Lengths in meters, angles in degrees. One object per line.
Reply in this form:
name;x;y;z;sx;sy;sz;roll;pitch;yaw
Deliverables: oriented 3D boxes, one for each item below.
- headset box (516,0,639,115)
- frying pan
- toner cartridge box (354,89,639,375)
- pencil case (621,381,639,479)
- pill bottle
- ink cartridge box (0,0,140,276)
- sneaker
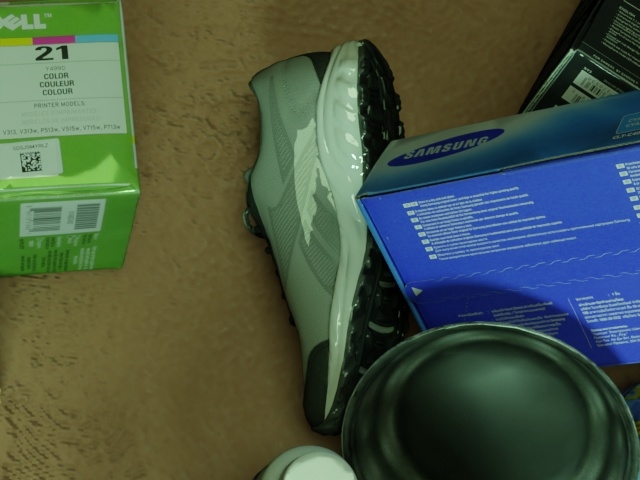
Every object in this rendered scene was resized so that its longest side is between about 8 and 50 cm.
headset box;0.294;-0.114;1.248;0.246;0.131;0.283;32;51;-1
frying pan;0.169;0.167;1.182;0.326;0.197;0.053;29;28;-5
toner cartridge box;0.211;-0.009;1.120;0.165;0.348;0.075;63;36;-25
pencil case;0.331;0.123;1.144;0.119;0.306;0.133;55;48;-14
pill bottle;-0.011;0.170;1.152;0.067;0.120;0.067;3;75;-11
ink cartridge box;-0.183;-0.123;1.163;0.097;0.189;0.255;-4;75;-11
sneaker;0.000;0.000;1.227;0.108;0.100;0.272;-5;81;22
